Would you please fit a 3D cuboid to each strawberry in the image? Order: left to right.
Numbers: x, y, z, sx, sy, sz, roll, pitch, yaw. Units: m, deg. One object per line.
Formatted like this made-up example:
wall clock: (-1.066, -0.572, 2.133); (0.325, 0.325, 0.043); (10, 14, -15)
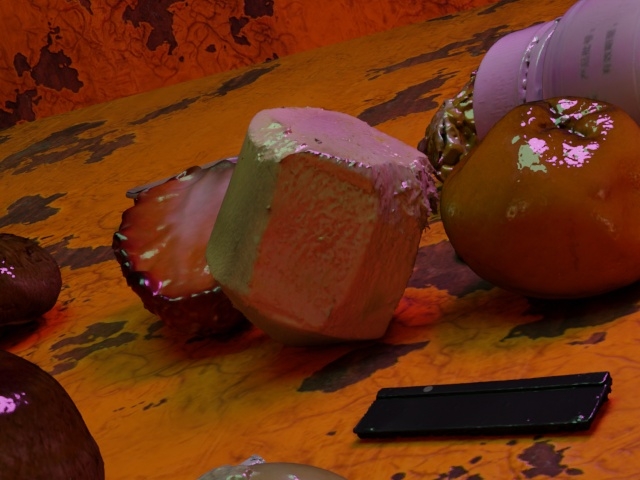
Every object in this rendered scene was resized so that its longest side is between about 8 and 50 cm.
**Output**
strawberry: (-0.121, 0.027, 1.732); (0.265, 0.149, 0.336); (-8, 28, 12)

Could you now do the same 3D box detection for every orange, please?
orange: (0.237, -0.052, 1.460); (0.249, 0.183, 0.249); (-4, 19, 1)

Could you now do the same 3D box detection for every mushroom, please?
mushroom: (-0.342, 0.199, 1.254); (0.283, 0.195, 0.263); (-26, 23, -28)
mushroom: (-0.477, 0.072, 1.928); (0.253, 0.153, 0.253); (-16, 5, 2)

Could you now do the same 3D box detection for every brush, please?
brush: (-0.212, -0.101, 2.422); (0.060, 0.050, 0.321); (-10, 10, 34)

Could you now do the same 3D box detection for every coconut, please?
coconut: (0.000, 0.000, 1.505); (0.233, 0.245, 0.233); (14, 20, -5)

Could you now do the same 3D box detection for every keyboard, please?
keyboard: (0.140, 0.149, 1.232); (0.231, 0.023, 0.072); (-8, 25, 32)

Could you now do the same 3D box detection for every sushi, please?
sushi: (0.251, -0.162, 1.919); (0.296, 0.167, 0.179); (-21, -25, -32)

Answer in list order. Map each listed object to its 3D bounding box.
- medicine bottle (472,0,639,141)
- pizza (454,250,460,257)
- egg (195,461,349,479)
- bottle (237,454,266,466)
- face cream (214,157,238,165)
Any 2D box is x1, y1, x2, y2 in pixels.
medicine bottle: (0.363, -0.171, 1.656); (0.256, 0.256, 0.325); (-29, 12, -35)
pizza: (0.179, 0.011, 1.670); (0.037, 0.016, 0.083); (-20, 12, -4)
egg: (-0.045, 0.229, 0.910); (0.201, 0.164, 0.164); (-26, 17, -14)
bottle: (-0.125, 0.239, 1.143); (0.217, 0.060, 0.060); (-28, 19, -37)
face cream: (-0.122, -0.063, 2.053); (0.117, 0.117, 0.104); (-20, 9, -8)
